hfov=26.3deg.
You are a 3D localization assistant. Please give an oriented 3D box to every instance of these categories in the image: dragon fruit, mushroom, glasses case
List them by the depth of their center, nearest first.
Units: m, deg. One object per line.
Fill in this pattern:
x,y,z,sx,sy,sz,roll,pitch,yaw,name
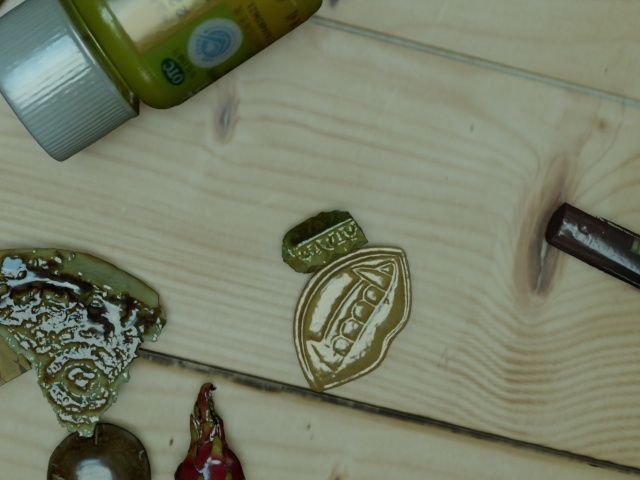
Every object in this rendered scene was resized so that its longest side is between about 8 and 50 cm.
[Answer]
-0.444,0.108,1.779,0.064,0.041,0.170,-30,96,-21,glasses case
-0.296,0.324,1.788,0.135,0.080,0.170,21,91,6,mushroom
-0.140,0.283,1.793,0.094,0.094,0.190,7,78,-3,dragon fruit

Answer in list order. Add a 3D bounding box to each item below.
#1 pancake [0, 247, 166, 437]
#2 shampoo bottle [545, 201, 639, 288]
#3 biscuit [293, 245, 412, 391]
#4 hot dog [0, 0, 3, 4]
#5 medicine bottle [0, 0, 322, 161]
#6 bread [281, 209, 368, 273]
-0.332,0.131,1.768,0.266,0.057,0.244,0,96,-8,pancake
0.411,0.028,1.797,0.236,0.067,0.068,25,85,-5,shampoo bottle
0.039,0.098,1.806,0.142,0.029,0.220,35,93,-5,biscuit
-0.406,-0.324,1.743,0.030,0.034,0.090,44,91,-6,hot dog
-0.207,-0.274,1.661,0.384,0.224,0.224,-33,96,0,medicine bottle
0.000,0.000,1.781,0.110,0.060,0.066,-27,80,3,bread
